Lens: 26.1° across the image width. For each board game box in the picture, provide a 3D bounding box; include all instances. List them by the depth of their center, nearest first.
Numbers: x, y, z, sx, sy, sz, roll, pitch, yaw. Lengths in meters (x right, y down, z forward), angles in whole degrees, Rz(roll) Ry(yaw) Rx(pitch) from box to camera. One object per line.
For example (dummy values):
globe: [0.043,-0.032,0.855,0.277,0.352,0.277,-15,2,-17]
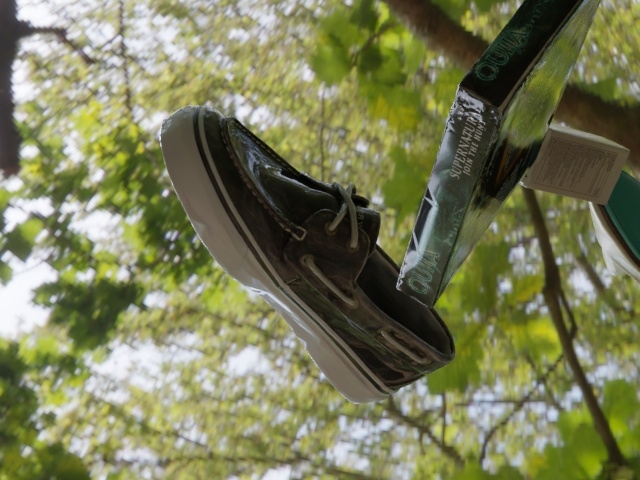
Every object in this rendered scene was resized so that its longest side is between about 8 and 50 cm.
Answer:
board game box: [0.093,-0.058,0.704,0.026,0.126,0.186,31,-30,12]

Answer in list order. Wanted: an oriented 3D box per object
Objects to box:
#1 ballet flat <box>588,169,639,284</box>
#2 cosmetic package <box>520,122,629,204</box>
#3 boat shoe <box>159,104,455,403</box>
ballet flat: [0.335,0.029,1.377,0.248,0.086,0.086,44,-70,-8]
cosmetic package: [0.227,-0.073,1.275,0.115,0.041,0.060,11,-73,-40]
boat shoe: [0.000,0.000,1.159,0.119,0.121,0.335,-25,-55,23]
